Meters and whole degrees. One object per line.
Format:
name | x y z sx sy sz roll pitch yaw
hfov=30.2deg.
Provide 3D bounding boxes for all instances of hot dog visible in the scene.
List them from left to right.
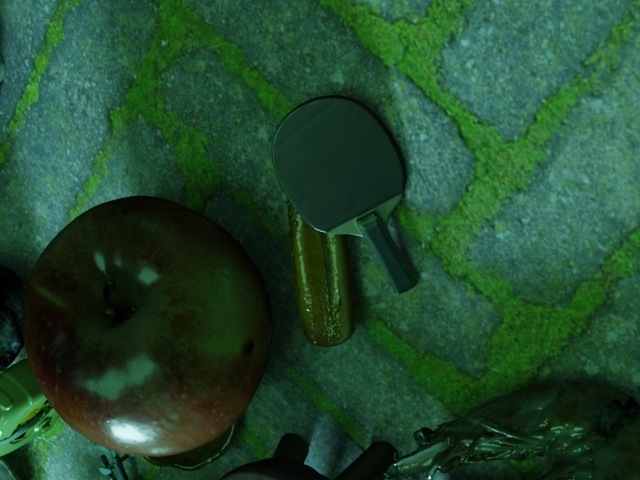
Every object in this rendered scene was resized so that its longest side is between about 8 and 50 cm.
hot dog | 0.001 0.001 1.545 0.087 0.061 0.286 3 111 12

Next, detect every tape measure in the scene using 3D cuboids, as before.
tape measure | -0.503 0.271 1.956 0.106 0.200 0.175 41 120 15

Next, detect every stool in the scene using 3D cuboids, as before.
stool | -0.006 0.399 1.653 0.272 0.178 0.272 15 118 30

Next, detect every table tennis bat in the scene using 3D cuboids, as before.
table tennis bat | 0.045 -0.053 1.484 0.154 0.021 0.274 -27 104 14

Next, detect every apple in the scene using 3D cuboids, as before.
apple | -0.232 0.118 1.613 0.348 0.277 0.349 -4 76 17

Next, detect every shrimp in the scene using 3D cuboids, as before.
shrimp | 0.233 0.274 1.387 0.360 0.247 0.085 -10 134 28

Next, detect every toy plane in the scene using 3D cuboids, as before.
toy plane | -0.314 0.425 1.975 0.096 0.060 0.235 0 115 50

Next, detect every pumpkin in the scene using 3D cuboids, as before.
pumpkin | -0.577 0.137 1.919 0.233 0.233 0.163 -11 120 39

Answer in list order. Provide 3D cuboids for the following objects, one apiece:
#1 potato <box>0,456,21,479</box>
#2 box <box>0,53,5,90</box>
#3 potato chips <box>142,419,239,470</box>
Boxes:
potato | -0.619 0.481 2.199 0.264 0.189 0.211 127 147 -72
box | -0.587 -0.291 1.800 0.227 0.130 0.162 51 145 7
potato chips | -0.213 0.244 1.802 0.195 0.062 0.208 -34 94 18
